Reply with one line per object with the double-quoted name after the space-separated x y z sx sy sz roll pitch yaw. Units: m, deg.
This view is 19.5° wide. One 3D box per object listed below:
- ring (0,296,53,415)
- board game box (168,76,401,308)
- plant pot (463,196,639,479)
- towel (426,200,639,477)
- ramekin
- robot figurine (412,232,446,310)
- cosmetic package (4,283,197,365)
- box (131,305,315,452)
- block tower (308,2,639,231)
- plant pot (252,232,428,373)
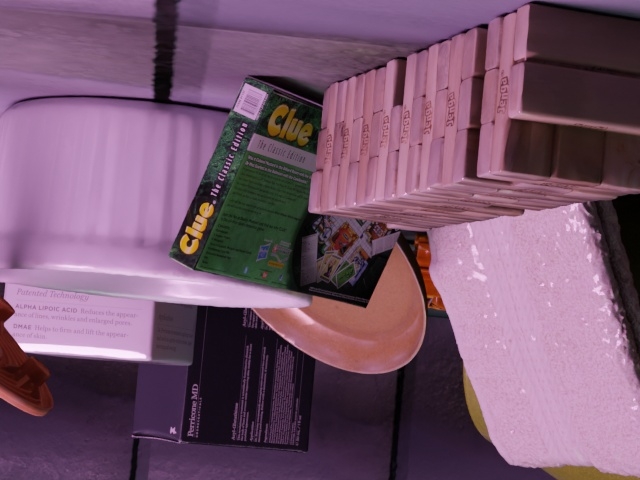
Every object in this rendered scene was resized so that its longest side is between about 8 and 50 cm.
-0.320 0.006 1.423 0.336 0.032 0.336 46 179 1 "ring"
-0.007 -0.028 1.352 0.030 0.136 0.259 29 -174 28 "board game box"
0.327 0.111 1.600 0.353 0.366 0.366 15 -179 33 "plant pot"
0.175 0.057 1.452 0.049 0.282 0.187 -29 -164 -34 "towel"
-0.138 -0.027 1.475 0.277 0.135 0.277 5 174 0 "ramekin"
0.171 0.040 2.133 0.211 0.085 0.291 6 174 2 "robot figurine"
-0.205 0.023 1.789 0.151 0.184 0.151 3 174 12 "cosmetic package"
-0.102 0.102 2.099 0.184 0.261 0.103 11 172 -41 "box"
0.088 -0.064 1.125 0.097 0.091 0.335 8 173 -18 "block tower"
0.001 0.015 1.630 0.236 0.236 0.032 -1 -145 46 "plant pot"
